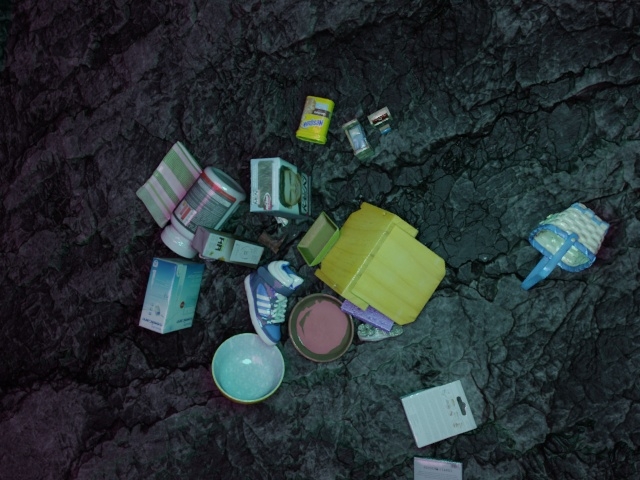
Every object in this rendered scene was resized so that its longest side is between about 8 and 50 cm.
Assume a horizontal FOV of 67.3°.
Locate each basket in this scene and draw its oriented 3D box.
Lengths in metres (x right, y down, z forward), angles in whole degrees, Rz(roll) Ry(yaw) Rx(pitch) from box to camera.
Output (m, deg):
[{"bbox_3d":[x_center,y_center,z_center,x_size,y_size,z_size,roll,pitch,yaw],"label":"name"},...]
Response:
[{"bbox_3d":[0.791,0.035,1.605,0.201,0.255,0.289,36,80,14],"label":"basket"}]

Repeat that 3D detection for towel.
[{"bbox_3d":[-0.675,-0.255,2.157,0.325,0.038,0.248,-47,66,11],"label":"towel"}]

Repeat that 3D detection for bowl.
[{"bbox_3d":[-0.298,0.542,1.957,0.289,0.289,0.156,35,141,15],"label":"bowl"}]

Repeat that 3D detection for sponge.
[{"bbox_3d":[0.196,0.263,1.863,0.210,0.031,0.117,24,61,18],"label":"sponge"}]

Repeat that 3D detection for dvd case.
[{"bbox_3d":[0.440,0.936,1.796,0.179,0.029,0.239,-1,88,18],"label":"dvd case"}]

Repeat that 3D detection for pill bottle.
[{"bbox_3d":[-0.497,-0.114,2.028,0.210,0.210,0.363,43,100,14],"label":"pill bottle"}]

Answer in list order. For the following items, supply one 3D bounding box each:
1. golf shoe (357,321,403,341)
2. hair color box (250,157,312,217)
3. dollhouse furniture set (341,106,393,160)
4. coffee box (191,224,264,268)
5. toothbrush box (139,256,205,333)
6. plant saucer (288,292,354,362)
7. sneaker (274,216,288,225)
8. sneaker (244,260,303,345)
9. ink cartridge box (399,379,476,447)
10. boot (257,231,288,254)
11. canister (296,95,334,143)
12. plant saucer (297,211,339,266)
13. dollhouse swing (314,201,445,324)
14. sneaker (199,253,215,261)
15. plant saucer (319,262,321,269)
[{"bbox_3d":[0.231,0.357,1.870,0.176,0.086,0.069,-1,49,-1],"label":"golf shoe"},{"bbox_3d":[-0.139,-0.187,1.832,0.113,0.374,0.185,0,88,17],"label":"hair color box"},{"bbox_3d":[0.200,-0.417,1.861,0.183,0.129,0.129,-26,81,15],"label":"dollhouse furniture set"},{"bbox_3d":[-0.375,0.026,1.949,0.141,0.246,0.098,28,98,54],"label":"coffee box"},{"bbox_3d":[-0.631,0.228,2.057,0.126,0.216,0.296,15,92,18],"label":"toothbrush box"},{"bbox_3d":[0.005,0.350,1.945,0.277,0.041,0.278,0,88,17],"label":"plant saucer"},{"bbox_3d":[-0.176,-0.089,2.020,0.083,0.032,0.037,31,99,17],"label":"sneaker"},{"bbox_3d":[-0.164,0.241,1.951,0.236,0.130,0.323,-25,74,21],"label":"sneaker"},{"bbox_3d":[0.438,0.647,1.806,0.232,0.066,0.189,-18,82,-5],"label":"ink cartridge box"},{"bbox_3d":[-0.203,-0.012,2.027,0.114,0.037,0.106,35,96,20],"label":"boot"},{"bbox_3d":[-0.020,-0.492,1.963,0.126,0.073,0.170,15,91,17],"label":"canister"},{"bbox_3d":[0.000,0.000,1.913,0.045,0.188,0.188,32,101,-29],"label":"plant saucer"},{"bbox_3d":[0.236,0.098,1.844,0.347,0.305,0.315,-57,32,0],"label":"dollhouse swing"},{"bbox_3d":[-0.437,0.048,2.072,0.190,0.083,0.071,-19,81,15],"label":"sneaker"},{"bbox_3d":[0.078,0.083,1.937,0.168,0.029,0.168,-1,88,18],"label":"plant saucer"}]
